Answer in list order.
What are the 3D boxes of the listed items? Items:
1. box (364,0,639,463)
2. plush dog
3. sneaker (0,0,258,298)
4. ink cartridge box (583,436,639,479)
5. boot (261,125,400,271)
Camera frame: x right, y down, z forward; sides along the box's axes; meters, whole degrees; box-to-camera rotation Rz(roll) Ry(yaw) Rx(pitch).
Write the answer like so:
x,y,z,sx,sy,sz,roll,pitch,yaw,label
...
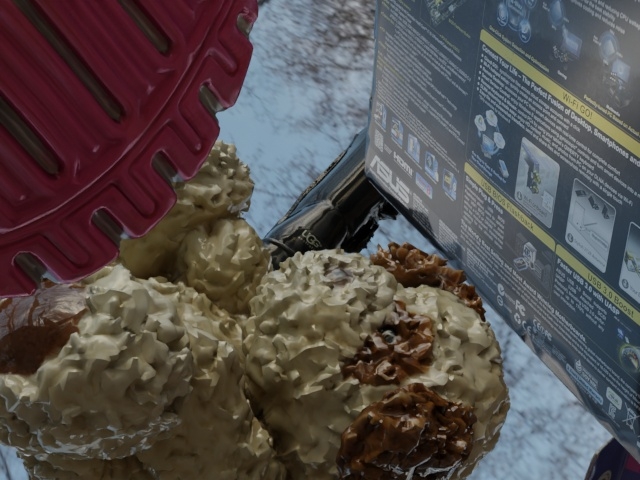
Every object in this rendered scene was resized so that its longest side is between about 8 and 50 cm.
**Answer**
x,y,z,sx,sy,sz,roll,pitch,yaw,label
0.158,-0.091,0.844,0.097,0.395,0.318,-14,-54,-20,box
-0.021,0.075,0.638,0.226,0.262,0.210,0,-67,7,plush dog
-0.137,-0.029,0.357,0.252,0.111,0.103,-32,-38,-11,sneaker
0.342,0.265,1.293,0.330,0.071,0.324,-31,-40,-43,ink cartridge box
0.000,0.000,1.251,0.094,0.246,0.207,45,-115,2,boot
